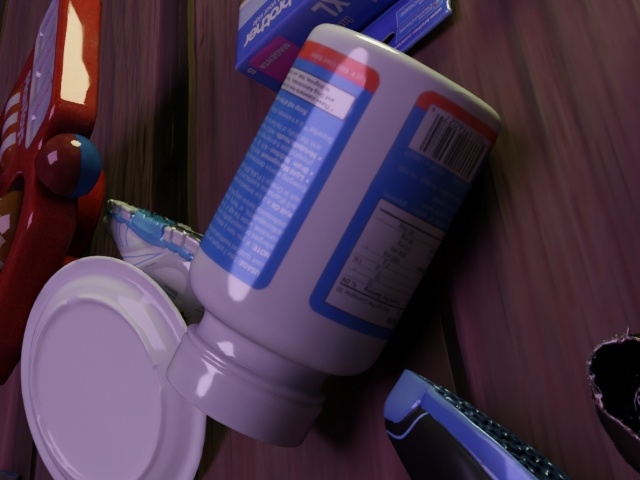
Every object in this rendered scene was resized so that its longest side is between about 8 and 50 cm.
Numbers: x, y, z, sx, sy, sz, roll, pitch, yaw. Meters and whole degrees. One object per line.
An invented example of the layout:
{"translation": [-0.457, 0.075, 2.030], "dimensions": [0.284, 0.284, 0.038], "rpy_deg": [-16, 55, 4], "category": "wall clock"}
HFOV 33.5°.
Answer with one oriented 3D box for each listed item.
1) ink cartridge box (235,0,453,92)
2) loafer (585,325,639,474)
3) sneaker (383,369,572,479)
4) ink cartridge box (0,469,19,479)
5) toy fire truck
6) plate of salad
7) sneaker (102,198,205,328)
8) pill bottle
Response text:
{"translation": [0.013, -0.244, 0.818], "dimensions": [0.186, 0.065, 0.311], "rpy_deg": [-33, 46, 40], "category": "ink cartridge box"}
{"translation": [0.168, 0.088, 0.357], "dimensions": [0.220, 0.078, 0.080], "rpy_deg": [22, 87, 57], "category": "loafer"}
{"translation": [0.080, 0.141, 0.445], "dimensions": [0.090, 0.081, 0.232], "rpy_deg": [-54, 35, 4], "category": "sneaker"}
{"translation": [-0.358, 0.265, 0.997], "dimensions": [0.181, 0.062, 0.104], "rpy_deg": [-16, 57, 49], "category": "ink cartridge box"}
{"translation": [-0.257, -0.044, 0.922], "dimensions": [0.254, 0.169, 0.302], "rpy_deg": [-51, 33, 39], "category": "toy fire truck"}
{"translation": [-0.151, 0.110, 0.785], "dimensions": [0.200, 0.048, 0.199], "rpy_deg": [3, 95, 37], "category": "plate of salad"}
{"translation": [-0.131, 0.021, 0.837], "dimensions": [0.191, 0.071, 0.082], "rpy_deg": [23, 94, 58], "category": "sneaker"}
{"translation": [0.000, 0.000, 0.612], "dimensions": [0.221, 0.124, 0.124], "rpy_deg": [-61, 33, 4], "category": "pill bottle"}
